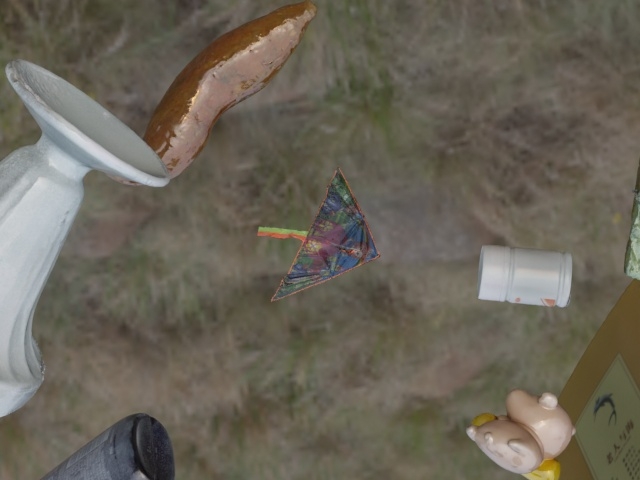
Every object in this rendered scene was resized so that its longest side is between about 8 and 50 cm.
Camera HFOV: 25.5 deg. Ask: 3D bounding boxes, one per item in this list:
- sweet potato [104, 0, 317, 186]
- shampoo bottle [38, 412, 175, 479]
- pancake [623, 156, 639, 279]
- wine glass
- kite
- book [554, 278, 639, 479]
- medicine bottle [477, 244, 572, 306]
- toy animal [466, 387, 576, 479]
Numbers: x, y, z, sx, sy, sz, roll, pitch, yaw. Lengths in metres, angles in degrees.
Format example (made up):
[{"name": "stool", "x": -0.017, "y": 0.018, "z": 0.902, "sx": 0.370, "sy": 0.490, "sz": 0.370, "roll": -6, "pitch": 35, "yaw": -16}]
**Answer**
[{"name": "sweet potato", "x": -0.082, "y": -0.113, "z": 1.071, "sx": 0.202, "sy": 0.055, "sz": 0.058, "roll": -45, "pitch": -172, "yaw": -1}, {"name": "shampoo bottle", "x": -0.212, "y": 0.225, "z": 1.122, "sx": 0.233, "sy": 0.087, "sz": 0.049, "roll": -38, "pitch": 129, "yaw": 22}, {"name": "pancake", "x": 0.300, "y": -0.119, "z": 1.175, "sx": 0.054, "sy": 0.197, "sz": 0.376, "roll": 9, "pitch": 134, "yaw": 11}, {"name": "wine glass", "x": -0.205, "y": -0.004, "z": 0.927, "sx": 0.196, "sy": 0.165, "sz": 0.165, "roll": -49, "pitch": 148, "yaw": 7}, {"name": "kite", "x": 0.000, "y": 0.000, "z": 1.646, "sx": 0.159, "sy": 0.010, "sz": 0.190, "roll": 15, "pitch": 115, "yaw": -27}, {"name": "book", "x": 0.354, "y": 0.244, "z": 1.575, "sx": 0.032, "sy": 0.389, "sz": 0.269, "roll": 17, "pitch": 118, "yaw": -17}, {"name": "medicine bottle", "x": 0.203, "y": 0.035, "z": 1.403, "sx": 0.089, "sy": 0.057, "sz": 0.057, "roll": 5, "pitch": 158, "yaw": 2}, {"name": "toy animal", "x": 0.186, "y": 0.169, "z": 1.301, "sx": 0.082, "sy": 0.091, "sz": 0.114, "roll": -55, "pitch": 141, "yaw": 4}]
